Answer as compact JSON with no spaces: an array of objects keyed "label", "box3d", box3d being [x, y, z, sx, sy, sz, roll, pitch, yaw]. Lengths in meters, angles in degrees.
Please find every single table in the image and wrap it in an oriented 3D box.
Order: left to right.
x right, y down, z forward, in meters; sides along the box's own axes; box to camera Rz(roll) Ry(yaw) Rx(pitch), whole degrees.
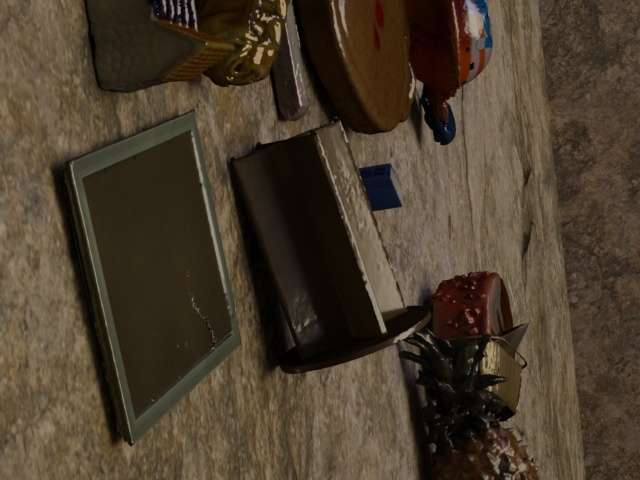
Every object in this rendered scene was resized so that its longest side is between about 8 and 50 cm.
[{"label":"table","box3d":[0.000,0.000,1.581,0.167,0.167,0.226,-41,112,-71]}]

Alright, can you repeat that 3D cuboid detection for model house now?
[{"label":"model house","box3d":[-0.130,-0.180,1.282,0.088,0.100,0.100,-18,99,-73]}]

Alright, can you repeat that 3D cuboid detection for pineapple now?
[{"label":"pineapple","box3d":[0.201,0.267,2.144,0.340,0.169,0.169,68,18,-6]}]

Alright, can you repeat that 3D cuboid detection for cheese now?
[{"label":"cheese","box3d":[0.177,-0.285,2.314,0.329,0.129,0.217,88,-10,-50]}]

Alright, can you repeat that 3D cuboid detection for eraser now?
[{"label":"eraser","box3d":[0.053,-0.061,1.872,0.063,0.085,0.027,61,25,-53]}]

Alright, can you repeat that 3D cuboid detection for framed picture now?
[{"label":"framed picture","box3d":[-0.137,0.020,1.309,0.293,0.018,0.231,-39,119,-71]}]

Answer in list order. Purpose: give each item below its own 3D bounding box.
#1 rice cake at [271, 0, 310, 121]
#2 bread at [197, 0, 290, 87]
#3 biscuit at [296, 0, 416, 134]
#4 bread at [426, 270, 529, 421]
[{"label":"rice cake","box3d":[-0.044,-0.233,1.718,0.047,0.036,0.206,-31,112,-59]},{"label":"bread","box3d":[-0.066,-0.280,1.571,0.084,0.077,0.367,41,37,-27]},{"label":"biscuit","box3d":[0.045,-0.329,1.980,0.359,0.074,0.381,57,32,-50]},{"label":"bread","box3d":[0.238,0.155,2.298,0.224,0.142,0.212,43,45,-64]}]
